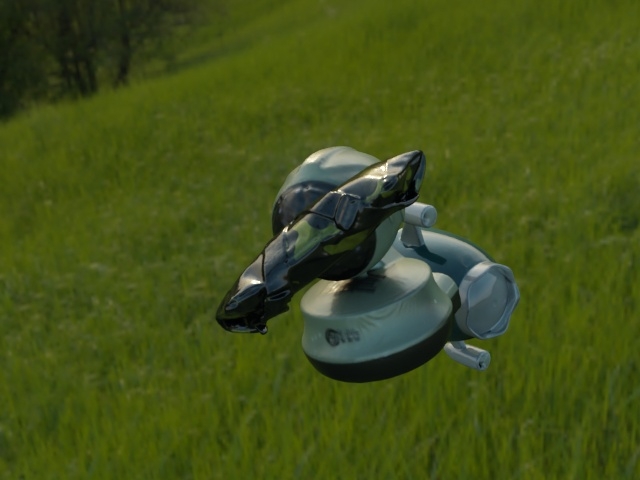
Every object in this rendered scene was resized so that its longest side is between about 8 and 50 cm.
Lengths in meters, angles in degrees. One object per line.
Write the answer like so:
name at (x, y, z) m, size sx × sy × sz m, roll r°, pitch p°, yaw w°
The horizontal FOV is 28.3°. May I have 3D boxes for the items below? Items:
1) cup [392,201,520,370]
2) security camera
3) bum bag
cup at (0.184, 0.071, 1.813) m, size 0.167 × 0.300 × 0.173 m, roll -41°, pitch 36°, yaw -25°
security camera at (0.043, 0.018, 1.576) m, size 0.197 × 0.277 × 0.191 m, roll -6°, pitch 21°, yaw 31°
bum bag at (0.000, 0.000, 1.097) m, size 0.232 × 0.060 × 0.107 m, roll -42°, pitch 0°, yaw 8°
